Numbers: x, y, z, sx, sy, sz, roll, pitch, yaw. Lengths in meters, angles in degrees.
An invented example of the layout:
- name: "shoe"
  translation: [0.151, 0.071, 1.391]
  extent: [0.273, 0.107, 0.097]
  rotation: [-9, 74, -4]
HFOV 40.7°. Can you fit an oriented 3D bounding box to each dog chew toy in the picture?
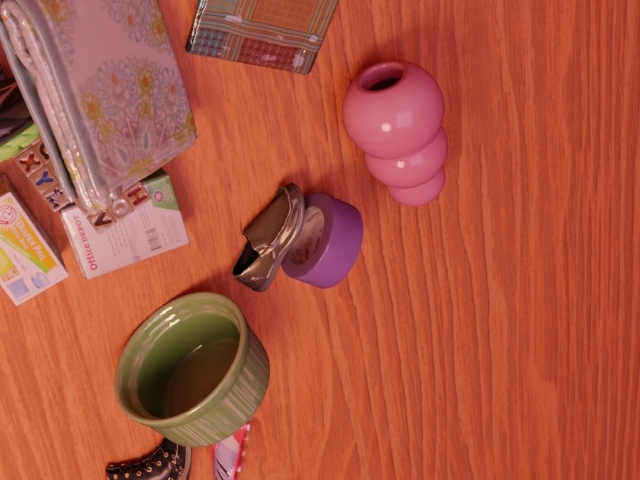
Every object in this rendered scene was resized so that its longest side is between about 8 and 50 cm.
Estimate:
- name: "dog chew toy"
  translation: [0.171, -0.204, 1.785]
  extent: [0.207, 0.206, 0.332]
  rotation: [-31, 131, -9]

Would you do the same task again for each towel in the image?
- name: "towel"
  translation: [-0.358, -0.270, 1.445]
  extent: [0.320, 0.090, 0.374]
  rotation: [-49, 130, -53]
- name: "towel"
  translation: [-0.075, -0.483, 1.567]
  extent: [0.271, 0.040, 0.370]
  rotation: [5, 127, -26]

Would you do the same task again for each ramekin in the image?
- name: "ramekin"
  translation: [-0.250, 0.268, 1.750]
  extent: [0.303, 0.303, 0.148]
  rotation: [-39, 132, -4]

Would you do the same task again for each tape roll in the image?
- name: "tape roll"
  translation: [0.000, 0.000, 1.799]
  extent: [0.080, 0.189, 0.189]
  rotation: [20, 104, -32]

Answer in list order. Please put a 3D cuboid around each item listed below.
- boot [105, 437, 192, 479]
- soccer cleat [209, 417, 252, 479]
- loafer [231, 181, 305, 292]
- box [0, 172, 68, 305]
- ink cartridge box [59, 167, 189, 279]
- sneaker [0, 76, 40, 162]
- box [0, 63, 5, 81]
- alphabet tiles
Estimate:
- name: "boot"
  translation: [-0.382, 0.496, 1.917]
  extent: [0.179, 0.085, 0.236]
  rotation: [-2, 115, -22]
- name: "soccer cleat"
  translation: [-0.222, 0.492, 2.007]
  extent: [0.095, 0.083, 0.248]
  rotation: [14, 115, 1]
- name: "loafer"
  translation: [-0.111, -0.007, 1.799]
  extent: [0.087, 0.094, 0.251]
  rotation: [13, 107, -34]
- name: "box"
  translation: [-0.566, -0.003, 1.578]
  extent: [0.114, 0.103, 0.203]
  rotation: [-32, 123, -9]
- name: "ink cartridge box"
  translation: [-0.380, -0.038, 1.657]
  extent: [0.212, 0.093, 0.154]
  rotation: [-22, 120, -17]
- name: "sneaker"
  translation: [-0.638, -0.202, 1.360]
  extent: [0.483, 0.185, 0.202]
  rotation: [-18, 117, -21]
- name: "box"
  translation: [-0.635, -0.224, 1.480]
  extent: [0.207, 0.036, 0.114]
  rotation: [-17, 119, -18]
- name: "alphabet tiles"
  translation: [-0.424, -0.139, 1.569]
  extent: [0.198, 0.009, 0.237]
  rotation: [-37, 99, -13]
